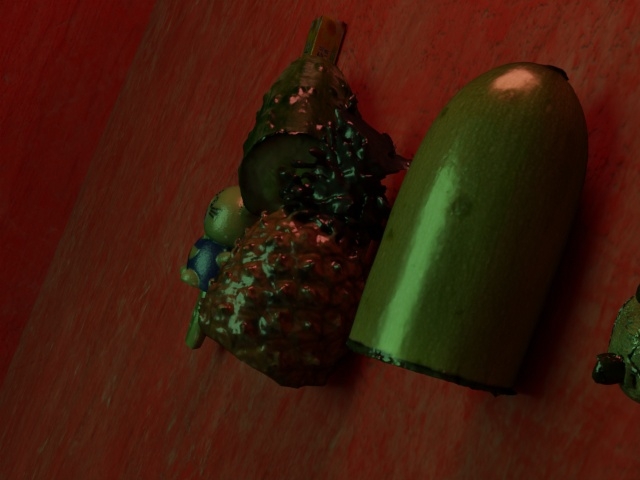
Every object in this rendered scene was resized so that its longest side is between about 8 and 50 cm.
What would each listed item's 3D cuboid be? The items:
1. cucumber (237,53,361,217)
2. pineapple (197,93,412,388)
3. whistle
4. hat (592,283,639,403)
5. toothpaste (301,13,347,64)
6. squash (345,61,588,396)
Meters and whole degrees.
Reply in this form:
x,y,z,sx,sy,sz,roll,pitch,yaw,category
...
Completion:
x,y,z,sx,sy,sz,roll,pitch,yaw,category
-0.016,-0.130,1.420,0.134,0.134,0.244,-54,20,37,cucumber
0.000,0.000,1.256,0.279,0.158,0.158,-61,19,-5,pineapple
-0.122,0.026,1.603,0.105,0.085,0.227,-122,53,-76,whistle
0.201,0.060,0.774,0.077,0.059,0.076,-53,30,29,hat
-0.013,-0.185,1.586,0.043,0.037,0.178,-2,70,67,toothpaste
0.118,-0.018,0.954,0.132,0.132,0.247,13,85,70,squash
